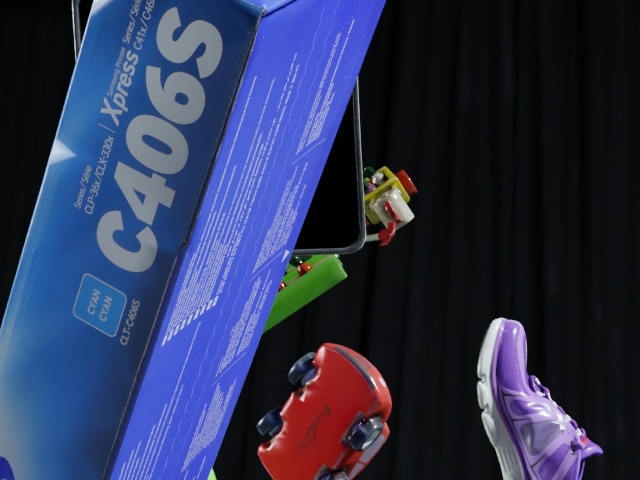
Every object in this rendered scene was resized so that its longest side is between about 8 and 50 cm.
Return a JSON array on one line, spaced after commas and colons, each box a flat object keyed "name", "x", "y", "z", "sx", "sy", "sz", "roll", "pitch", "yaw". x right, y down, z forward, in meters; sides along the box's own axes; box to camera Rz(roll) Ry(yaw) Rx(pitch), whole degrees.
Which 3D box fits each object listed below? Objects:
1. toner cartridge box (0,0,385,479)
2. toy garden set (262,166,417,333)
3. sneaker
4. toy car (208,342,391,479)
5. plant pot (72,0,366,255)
[{"name": "toner cartridge box", "x": -0.075, "y": 0.014, "z": 0.788, "sx": 0.075, "sy": 0.348, "sz": 0.165, "roll": 28, "pitch": 27, "yaw": 14}, {"name": "toy garden set", "x": 0.000, "y": 0.000, "z": 1.527, "sx": 0.204, "sy": 0.049, "sz": 0.244, "roll": -34, "pitch": 7, "yaw": 2}, {"name": "sneaker", "x": 0.155, "y": 0.134, "z": 1.162, "sx": 0.071, "sy": 0.170, "sz": 0.068, "roll": -17, "pitch": -6, "yaw": 15}, {"name": "toy car", "x": -0.047, "y": 0.162, "z": 1.006, "sx": 0.225, "sy": 0.239, "sz": 0.053, "roll": 9, "pitch": 13, "yaw": 36}, {"name": "plant pot", "x": -0.071, "y": -0.080, "z": 1.189, "sx": 0.188, "sy": 0.187, "sz": 0.167, "roll": -3, "pitch": 0, "yaw": -3}]
